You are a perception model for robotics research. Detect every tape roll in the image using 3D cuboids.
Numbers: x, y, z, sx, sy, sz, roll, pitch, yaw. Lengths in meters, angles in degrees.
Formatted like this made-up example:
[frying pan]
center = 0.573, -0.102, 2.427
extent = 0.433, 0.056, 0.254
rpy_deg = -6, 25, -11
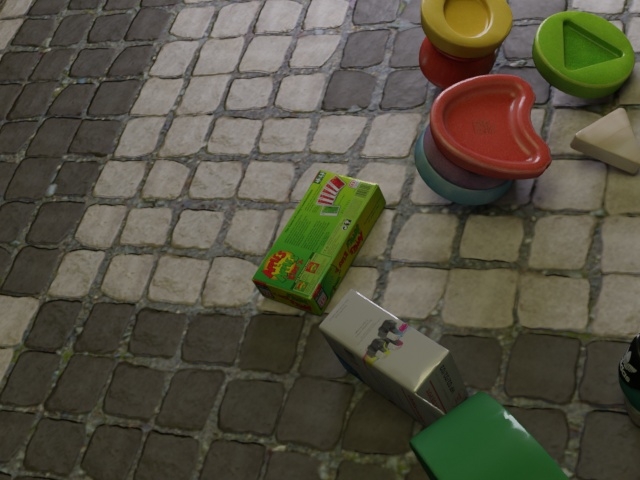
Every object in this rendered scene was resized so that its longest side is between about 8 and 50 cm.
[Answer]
[tape roll]
center = 0.190, 0.273, 0.752
extent = 0.077, 0.321, 0.321
rpy_deg = -35, 50, -4

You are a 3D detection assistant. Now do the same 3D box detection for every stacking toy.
[stacking toy]
center = 0.253, -0.171, 1.227
extent = 0.279, 0.130, 0.309
rpy_deg = 7, 58, -4

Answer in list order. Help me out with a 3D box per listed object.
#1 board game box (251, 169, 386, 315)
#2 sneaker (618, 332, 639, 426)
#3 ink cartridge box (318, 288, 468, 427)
[board game box]
center = 0.000, 0.000, 1.212
extent = 0.092, 0.043, 0.181
rpy_deg = 16, 63, 32
[sneaker]
center = 0.437, 0.121, 0.892
extent = 0.302, 0.121, 0.108
rpy_deg = -8, 53, 17
[ink cartridge box]
center = 0.093, 0.140, 1.032
extent = 0.181, 0.104, 0.061
rpy_deg = 32, 72, 36
